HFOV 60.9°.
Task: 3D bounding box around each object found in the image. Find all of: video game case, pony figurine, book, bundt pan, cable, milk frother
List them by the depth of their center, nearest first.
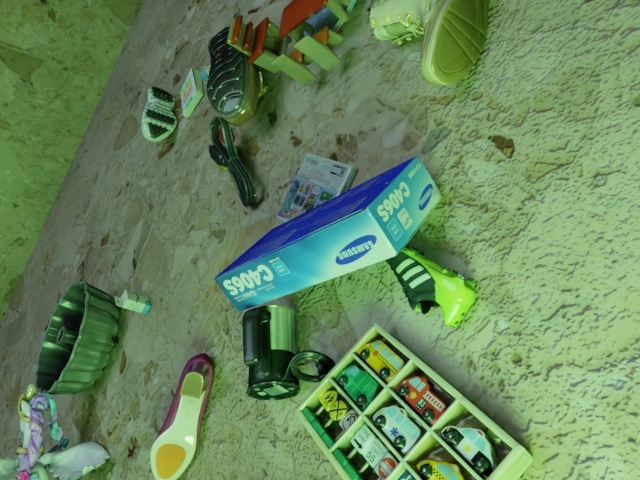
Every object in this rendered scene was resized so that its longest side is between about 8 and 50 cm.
[{"bbox_3d":[-0.049,0.168,0.867,0.143,0.129,0.134,-6,57,2],"label":"milk frother"},{"bbox_3d":[-0.011,-0.085,1.012,0.157,0.019,0.143,28,93,53],"label":"video game case"},{"bbox_3d":[-0.191,-0.190,1.250,0.287,0.072,0.139,45,134,45],"label":"cable"},{"bbox_3d":[-0.703,0.574,1.319,0.351,0.303,0.363,17,100,56],"label":"pony figurine"},{"bbox_3d":[-0.680,0.284,1.547,0.331,0.124,0.331,-28,50,39],"label":"bundt pan"},{"bbox_3d":[-0.408,-0.466,1.720,0.096,0.035,0.144,-48,41,28],"label":"book"}]

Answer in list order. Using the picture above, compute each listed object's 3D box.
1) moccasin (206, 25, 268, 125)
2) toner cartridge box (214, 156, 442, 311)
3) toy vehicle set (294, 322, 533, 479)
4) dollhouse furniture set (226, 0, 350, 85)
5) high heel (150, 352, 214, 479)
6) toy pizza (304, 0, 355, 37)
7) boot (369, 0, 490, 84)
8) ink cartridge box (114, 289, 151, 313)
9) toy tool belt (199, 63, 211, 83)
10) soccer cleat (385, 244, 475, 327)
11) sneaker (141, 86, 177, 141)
[{"bbox_3d":[-0.202,-0.389,1.338,0.139,0.147,0.380,-36,39,11],"label":"moccasin"},{"bbox_3d":[0.000,0.000,0.829,0.348,0.075,0.165,-24,16,44],"label":"toner cartridge box"},{"bbox_3d":[0.092,0.228,0.649,0.166,0.035,0.267,-48,36,-5],"label":"toy vehicle set"},{"bbox_3d":[-0.068,-0.466,1.149,0.259,0.135,0.262,-18,58,46],"label":"dollhouse furniture set"},{"bbox_3d":[-0.265,0.342,1.060,0.117,0.082,0.244,-104,26,-82],"label":"high heel"},{"bbox_3d":[0.024,-0.514,1.203,0.201,0.032,0.201,-27,52,41],"label":"toy pizza"},{"bbox_3d":[0.162,-0.348,0.880,0.203,0.095,0.262,-2,67,50],"label":"boot"},{"bbox_3d":[-0.486,0.157,1.411,0.028,0.083,0.048,-57,37,12],"label":"ink cartridge box"},{"bbox_3d":[-0.341,-0.496,1.633,0.083,0.052,0.051,9,69,54],"label":"toy tool belt"},{"bbox_3d":[0.128,0.052,0.728,0.179,0.060,0.072,34,101,51],"label":"soccer cleat"},{"bbox_3d":[-0.540,-0.390,1.788,0.118,0.110,0.292,-54,29,28],"label":"sneaker"}]
